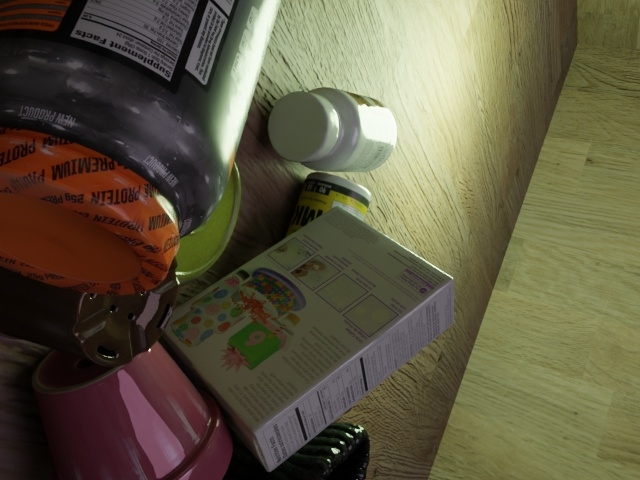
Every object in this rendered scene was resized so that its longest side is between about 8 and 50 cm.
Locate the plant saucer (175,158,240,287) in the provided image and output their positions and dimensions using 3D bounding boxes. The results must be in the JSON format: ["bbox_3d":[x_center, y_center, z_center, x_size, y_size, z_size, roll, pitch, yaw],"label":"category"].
[{"bbox_3d":[-0.173,-0.044,0.837,0.241,0.037,0.240,-37,134,-50],"label":"plant saucer"}]

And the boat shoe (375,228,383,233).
[{"bbox_3d":[0.118,0.065,1.413,0.066,0.066,0.183,-22,123,-59],"label":"boat shoe"}]

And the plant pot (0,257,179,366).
[{"bbox_3d":[-0.236,0.036,0.617,0.167,0.165,0.166,-40,138,-49],"label":"plant pot"}]

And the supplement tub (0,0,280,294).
[{"bbox_3d":[-0.154,-0.141,0.517,0.207,0.207,0.337,62,34,-54],"label":"supplement tub"}]

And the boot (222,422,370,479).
[{"bbox_3d":[-0.047,0.248,0.927,0.131,0.260,0.347,60,37,-37],"label":"boot"}]

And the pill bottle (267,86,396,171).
[{"bbox_3d":[0.021,-0.174,1.030,0.229,0.131,0.131,-10,113,-61],"label":"pill bottle"}]

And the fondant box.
[{"bbox_3d":[-0.017,0.111,0.884,0.330,0.238,0.096,-33,136,-24],"label":"fondant box"}]

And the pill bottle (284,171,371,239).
[{"bbox_3d":[0.000,0.000,1.096,0.119,0.119,0.208,33,74,-62],"label":"pill bottle"}]

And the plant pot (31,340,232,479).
[{"bbox_3d":[-0.220,0.198,0.725,0.201,0.201,0.180,-43,125,-46],"label":"plant pot"}]
